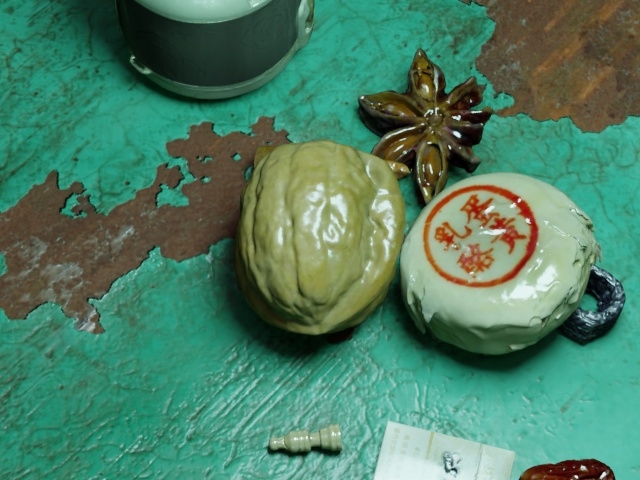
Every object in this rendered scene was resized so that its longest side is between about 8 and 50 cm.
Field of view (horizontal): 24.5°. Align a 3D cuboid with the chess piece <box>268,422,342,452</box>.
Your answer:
[{"bbox_3d":[-0.020,0.253,1.865,0.092,0.035,0.035,-6,60,-2],"label":"chess piece"}]

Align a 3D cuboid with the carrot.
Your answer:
[{"bbox_3d":[0.022,-0.098,2.022,0.224,0.057,0.057,3,58,20],"label":"carrot"}]

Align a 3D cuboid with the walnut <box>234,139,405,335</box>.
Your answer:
[{"bbox_3d":[0.000,0.000,1.900,0.257,0.224,0.257,-10,66,24],"label":"walnut"}]

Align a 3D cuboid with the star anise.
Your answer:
[{"bbox_3d":[0.140,-0.146,2.072,0.214,0.099,0.220,32,77,35],"label":"star anise"}]

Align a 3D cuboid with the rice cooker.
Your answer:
[{"bbox_3d":[-0.152,-0.362,2.075,0.288,0.277,0.288,0,63,0],"label":"rice cooker"}]

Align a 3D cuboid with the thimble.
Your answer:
[{"bbox_3d":[0.351,0.077,1.965,0.095,0.066,0.104,-22,63,-12],"label":"thimble"}]

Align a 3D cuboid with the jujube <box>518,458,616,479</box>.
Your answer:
[{"bbox_3d":[0.306,0.310,1.826,0.129,0.077,0.077,-8,60,-20],"label":"jujube"}]

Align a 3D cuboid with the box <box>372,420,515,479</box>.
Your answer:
[{"bbox_3d":[0.155,0.289,1.855,0.167,0.024,0.090,13,60,6],"label":"box"}]

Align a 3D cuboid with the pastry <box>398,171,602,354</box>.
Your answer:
[{"bbox_3d":[0.228,0.027,1.908,0.264,0.133,0.265,-5,59,9],"label":"pastry"}]
